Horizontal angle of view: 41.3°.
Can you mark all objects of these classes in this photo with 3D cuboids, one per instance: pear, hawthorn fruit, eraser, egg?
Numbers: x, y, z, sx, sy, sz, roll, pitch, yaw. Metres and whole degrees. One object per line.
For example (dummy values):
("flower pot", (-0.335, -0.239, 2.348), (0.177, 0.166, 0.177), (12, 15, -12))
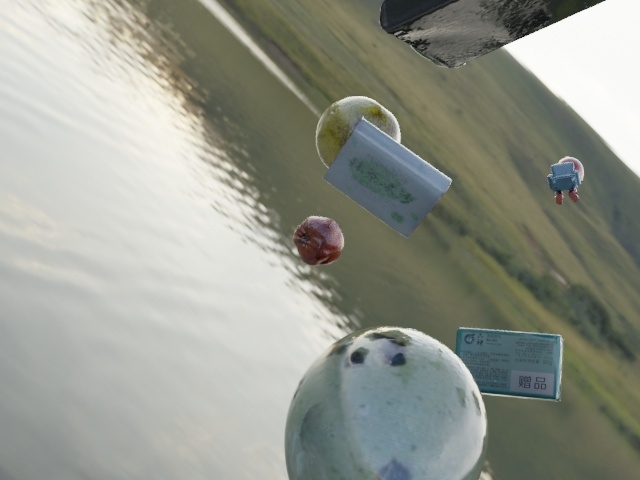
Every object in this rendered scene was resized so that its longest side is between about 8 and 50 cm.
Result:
("pear", (0.089, -0.235, 1.962), (0.197, 0.197, 0.197), (45, 8, -8))
("hawthorn fruit", (0.000, 0.000, 1.470), (0.093, 0.093, 0.093), (45, 8, -8))
("eraser", (0.137, -0.130, 1.780), (0.227, 0.174, 0.081), (36, 42, 0))
("egg", (0.110, 0.334, 1.436), (0.345, 0.345, 0.428), (44, 24, -11))

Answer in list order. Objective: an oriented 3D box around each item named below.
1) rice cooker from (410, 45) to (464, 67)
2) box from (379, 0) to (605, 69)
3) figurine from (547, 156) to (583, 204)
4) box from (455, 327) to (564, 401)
("rice cooker", (0.298, -0.520, 1.907), (0.226, 0.226, 0.244), (43, 48, -17))
("box", (0.291, -0.469, 1.421), (0.251, 0.345, 0.204), (9, 68, -54))
("figurine", (0.538, -0.141, 1.858), (0.140, 0.068, 0.075), (-58, 134, -55))
("box", (0.445, 0.292, 2.003), (0.245, 0.153, 0.092), (3, -11, 23))
